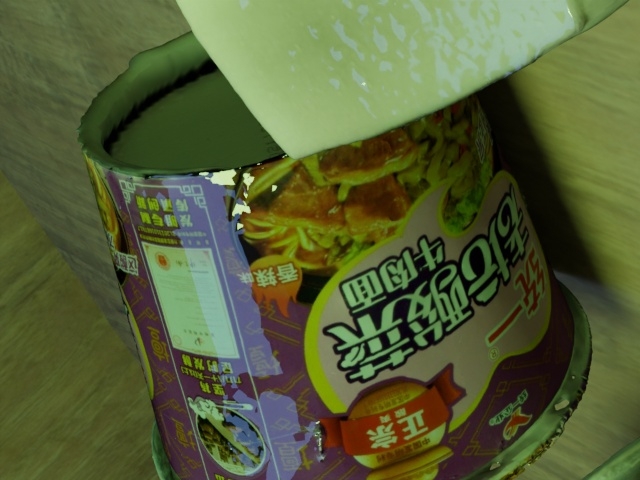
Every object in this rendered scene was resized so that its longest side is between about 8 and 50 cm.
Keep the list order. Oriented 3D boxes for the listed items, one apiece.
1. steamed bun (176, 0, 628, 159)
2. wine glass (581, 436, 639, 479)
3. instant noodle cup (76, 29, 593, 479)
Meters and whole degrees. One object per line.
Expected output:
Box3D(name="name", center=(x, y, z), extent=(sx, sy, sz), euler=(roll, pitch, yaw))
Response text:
Box3D(name="steamed bun", center=(0.056, -0.155, 0.696), extent=(0.242, 0.164, 0.146), euler=(-21, 111, 49))
Box3D(name="wine glass", center=(0.289, 0.313, 0.989), extent=(0.323, 0.238, 0.238), euler=(49, 162, 19))
Box3D(name="instant noodle cup", center=(0.000, 0.000, 0.936), extent=(0.340, 0.340, 0.266), euler=(24, 141, 48))
